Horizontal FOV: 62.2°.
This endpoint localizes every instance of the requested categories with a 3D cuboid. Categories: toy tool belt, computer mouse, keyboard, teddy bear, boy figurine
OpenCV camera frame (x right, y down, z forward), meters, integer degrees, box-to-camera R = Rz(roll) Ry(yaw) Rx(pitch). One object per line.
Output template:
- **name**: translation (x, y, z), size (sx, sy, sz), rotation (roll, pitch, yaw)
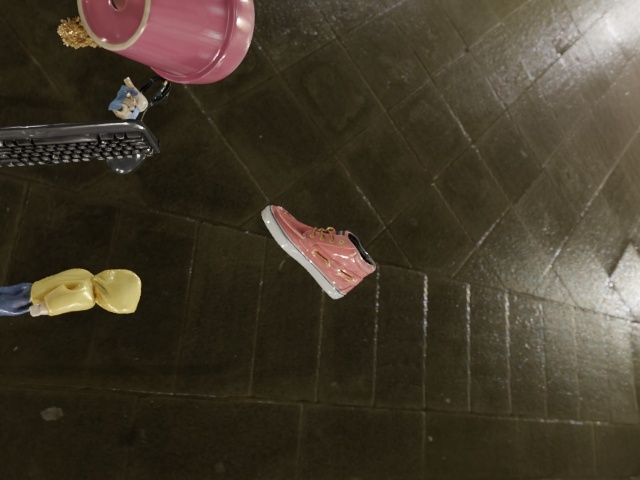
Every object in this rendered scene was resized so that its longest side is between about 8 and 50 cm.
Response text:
- **toy tool belt**: translation (-0.320, -0.219, 0.862), size (0.052, 0.051, 0.083), rotation (11, 66, 15)
- **computer mouse**: translation (-0.353, -0.235, 1.045), size (0.071, 0.041, 0.242), rotation (21, 67, -14)
- **keyboard**: translation (-0.250, -0.088, 0.509), size (0.180, 0.108, 0.023), rotation (-4, 87, -6)
- **teddy bear**: translation (-0.455, -0.513, 1.149), size (0.245, 0.338, 0.113), rotation (-31, 110, 6)
- **boy figurine**: translation (-0.493, 0.106, 1.017), size (0.285, 0.177, 0.092), rotation (-4, 101, -20)

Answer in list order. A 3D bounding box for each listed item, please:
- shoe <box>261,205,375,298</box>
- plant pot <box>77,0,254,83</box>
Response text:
- **shoe**: translation (0.000, 0.000, 0.771), size (0.178, 0.081, 0.063), rotation (48, 17, -15)
- **plant pot**: translation (-0.225, -0.327, 0.750), size (0.180, 0.201, 0.201), rotation (-24, 91, -60)
